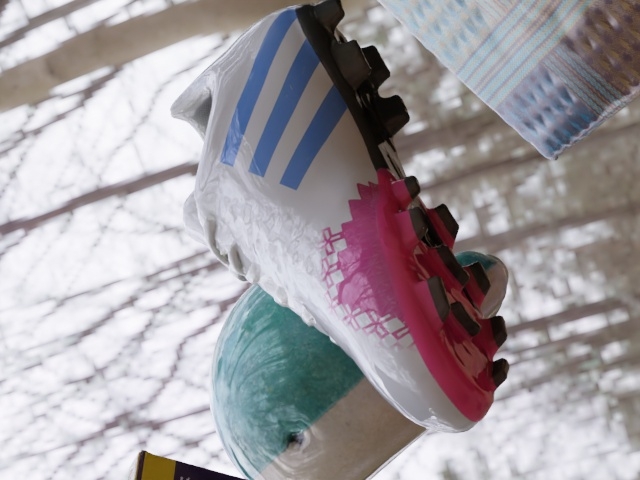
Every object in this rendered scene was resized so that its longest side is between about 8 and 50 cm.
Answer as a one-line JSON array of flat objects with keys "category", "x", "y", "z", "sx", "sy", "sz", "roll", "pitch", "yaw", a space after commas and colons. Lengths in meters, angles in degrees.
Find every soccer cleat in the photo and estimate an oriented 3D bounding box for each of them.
[{"category": "soccer cleat", "x": 0.000, "y": 0.000, "z": 0.995, "sx": 0.116, "sy": 0.143, "sz": 0.331, "roll": 47, "pitch": -164, "yaw": -41}]

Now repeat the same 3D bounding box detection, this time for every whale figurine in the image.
[{"category": "whale figurine", "x": 0.028, "y": 0.063, "z": 1.155, "sx": 0.141, "sy": 0.216, "sz": 0.272, "roll": 47, "pitch": -149, "yaw": 4}]

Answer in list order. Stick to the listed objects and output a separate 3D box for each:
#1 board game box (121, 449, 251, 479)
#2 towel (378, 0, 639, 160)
[{"category": "board game box", "x": -0.042, "y": 0.204, "z": 0.894, "sx": 0.141, "sy": 0.048, "sz": 0.170, "roll": 17, "pitch": -133, "yaw": -14}, {"category": "towel", "x": 0.057, "y": -0.215, "z": 1.035, "sx": 0.370, "sy": 0.271, "sz": 0.040, "roll": 43, "pitch": -110, "yaw": -2}]
